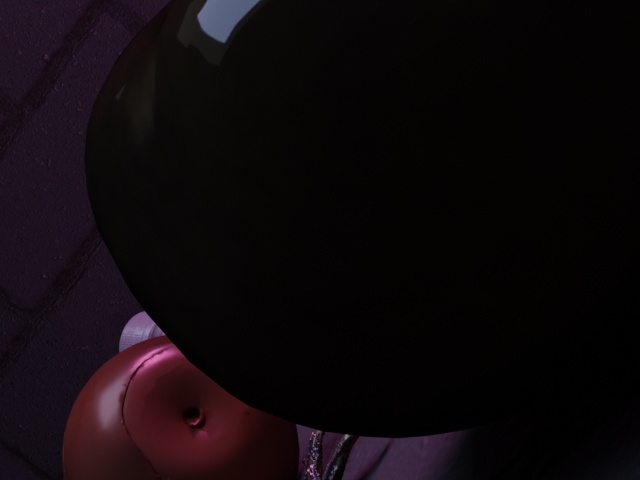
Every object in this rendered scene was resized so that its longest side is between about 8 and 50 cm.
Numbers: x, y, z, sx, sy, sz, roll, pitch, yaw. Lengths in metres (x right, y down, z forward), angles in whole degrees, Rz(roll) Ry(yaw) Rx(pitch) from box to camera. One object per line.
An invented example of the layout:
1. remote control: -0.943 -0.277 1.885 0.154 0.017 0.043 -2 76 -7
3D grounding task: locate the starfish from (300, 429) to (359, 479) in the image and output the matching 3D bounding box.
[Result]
1. starfish: -0.024 0.230 0.993 0.208 0.053 0.176 -52 -4 -9

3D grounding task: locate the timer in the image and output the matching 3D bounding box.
1. timer: -0.135 0.209 1.142 0.230 0.229 0.215 -56 -8 -32

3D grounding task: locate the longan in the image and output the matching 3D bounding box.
1. longan: 0.045 -0.049 0.727 0.404 0.404 0.336 142 134 -65

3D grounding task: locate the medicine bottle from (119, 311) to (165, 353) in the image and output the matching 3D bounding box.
1. medicine bottle: -0.150 0.149 1.546 0.247 0.147 0.147 0 44 40
